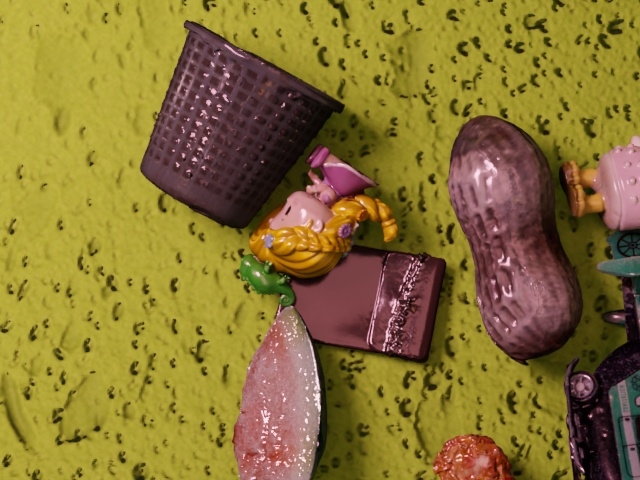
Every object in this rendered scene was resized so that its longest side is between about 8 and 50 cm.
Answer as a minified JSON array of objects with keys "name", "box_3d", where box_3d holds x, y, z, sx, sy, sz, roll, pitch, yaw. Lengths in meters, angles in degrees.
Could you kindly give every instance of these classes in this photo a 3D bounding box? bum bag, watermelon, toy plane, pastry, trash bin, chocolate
[{"name":"bum bag","box_3d":[0.039,0.056,1.856,0.159,0.026,0.109,9,82,1]},{"name":"watermelon","box_3d":[-0.032,0.157,1.820,0.094,0.081,0.180,12,78,9]},{"name":"toy plane","box_3d":[0.307,0.137,1.768,0.155,0.106,0.381,-5,52,6]},{"name":"pastry","box_3d":[0.162,0.268,1.821,0.087,0.063,0.169,-13,89,6]},{"name":"trash bin","box_3d":[-0.091,-0.105,1.812,0.175,0.175,0.161,30,94,2]},{"name":"chocolate","box_3d":[0.190,-0.004,1.829,0.110,0.110,0.248,-17,89,-3]}]

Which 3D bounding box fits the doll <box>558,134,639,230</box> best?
[{"name":"doll","box_3d":[0.342,-0.056,1.850,0.207,0.081,0.129,-7,51,-3]}]

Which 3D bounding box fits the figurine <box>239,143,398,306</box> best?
[{"name":"figurine","box_3d":[0.000,0.000,1.819,0.115,0.095,0.156,36,91,-6]}]
